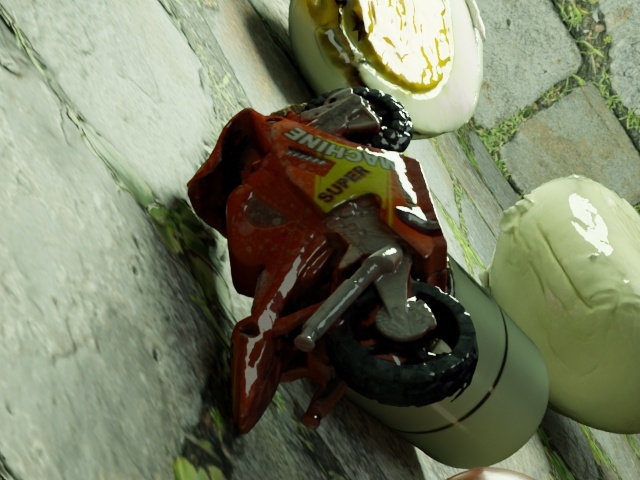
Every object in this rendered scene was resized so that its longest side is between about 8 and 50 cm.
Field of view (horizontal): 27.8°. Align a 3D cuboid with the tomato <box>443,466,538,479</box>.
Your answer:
[{"bbox_3d":[0.111,0.230,0.749,0.195,0.136,0.195,51,14,-18],"label":"tomato"}]

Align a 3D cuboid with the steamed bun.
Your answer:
[{"bbox_3d":[0.344,0.104,1.650,0.334,0.233,0.312,35,28,-40],"label":"steamed bun"}]

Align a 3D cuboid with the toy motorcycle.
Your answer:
[{"bbox_3d":[0.002,-0.001,0.839,0.298,0.171,0.089,-101,-168,-47],"label":"toy motorcycle"}]

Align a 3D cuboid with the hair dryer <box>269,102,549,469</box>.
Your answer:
[{"bbox_3d":[0.033,0.005,1.043,0.203,0.128,0.362,41,14,-50],"label":"hair dryer"}]

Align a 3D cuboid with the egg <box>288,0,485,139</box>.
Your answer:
[{"bbox_3d":[0.049,-0.222,1.470,0.264,0.174,0.286,53,39,-19],"label":"egg"}]
